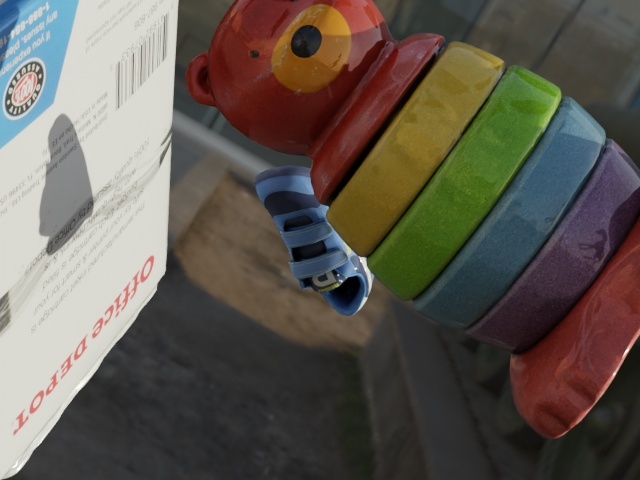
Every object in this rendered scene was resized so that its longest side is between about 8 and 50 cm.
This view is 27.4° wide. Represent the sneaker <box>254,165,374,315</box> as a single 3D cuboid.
[{"bbox_3d":[0.000,0.000,0.938,0.053,0.059,0.144,-12,-39,28],"label":"sneaker"}]

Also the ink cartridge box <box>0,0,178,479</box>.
[{"bbox_3d":[-0.241,-0.059,0.976,0.166,0.395,0.285,20,42,14],"label":"ink cartridge box"}]

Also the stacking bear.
[{"bbox_3d":[0.062,-0.048,0.756,0.289,0.175,0.164,37,2,-1],"label":"stacking bear"}]
